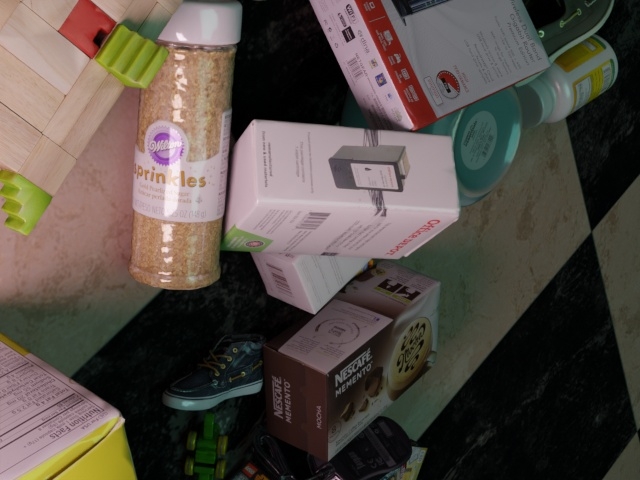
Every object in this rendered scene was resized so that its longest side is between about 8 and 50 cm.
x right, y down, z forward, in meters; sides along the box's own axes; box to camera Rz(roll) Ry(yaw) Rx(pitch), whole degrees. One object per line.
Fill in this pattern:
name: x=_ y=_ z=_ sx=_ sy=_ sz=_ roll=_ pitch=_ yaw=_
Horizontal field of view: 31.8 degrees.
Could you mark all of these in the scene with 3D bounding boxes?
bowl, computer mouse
bowl: x=0.194 y=-0.172 z=1.720 sx=0.311 sy=0.163 sz=0.311 roll=-21 pitch=119 yaw=-42
computer mouse: x=0.008 y=0.324 z=1.738 sx=0.262 sy=0.184 sz=0.060 roll=-24 pitch=154 yaw=-42

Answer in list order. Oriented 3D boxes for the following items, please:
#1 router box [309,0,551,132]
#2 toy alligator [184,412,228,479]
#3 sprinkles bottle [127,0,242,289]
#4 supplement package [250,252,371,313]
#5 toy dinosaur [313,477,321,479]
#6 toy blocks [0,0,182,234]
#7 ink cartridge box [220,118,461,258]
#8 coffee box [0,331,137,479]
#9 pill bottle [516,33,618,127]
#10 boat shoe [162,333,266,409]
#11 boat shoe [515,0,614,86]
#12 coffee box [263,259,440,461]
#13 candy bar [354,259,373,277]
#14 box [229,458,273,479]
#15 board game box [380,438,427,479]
router box: x=0.131 y=-0.334 z=1.530 sx=0.301 sy=0.082 sz=0.335 roll=-28 pitch=93 yaw=-37
toy alligator: x=-0.165 y=0.329 z=1.627 sx=0.051 sy=0.056 sz=0.190 roll=-74 pitch=170 yaw=-73
sprinkles bottle: x=-0.169 y=-0.122 z=1.384 sx=0.121 sy=0.121 sz=0.355 roll=-11 pitch=114 yaw=-44
supplement package: x=0.000 y=0.000 z=1.625 sx=0.179 sy=0.105 sz=0.105 roll=-43 pitch=131 yaw=-26
toy dinosaur: x=-0.012 y=0.472 z=1.800 sx=0.296 sy=0.127 sz=0.200 roll=-64 pitch=157 yaw=9
toy blocks: x=-0.318 y=-0.238 z=1.164 sx=0.261 sy=0.191 sz=0.381 roll=39 pitch=75 yaw=-35
ink cartridge box: x=0.016 y=-0.060 z=1.459 sx=0.273 sy=0.198 sz=0.115 roll=3 pitch=72 yaw=-20
coffee box: x=-0.396 y=0.331 z=1.164 sx=0.338 sy=0.334 sz=0.338 roll=-30 pitch=126 yaw=-36
pill bottle: x=0.410 y=-0.273 z=1.941 sx=0.208 sy=0.117 sz=0.117 roll=-33 pitch=127 yaw=-34
boat shoe: x=-0.148 y=0.180 z=1.577 sx=0.183 sy=0.065 sz=0.083 roll=-9 pitch=111 yaw=-52
boat shoe: x=0.389 y=-0.375 z=1.885 sx=0.305 sy=0.109 sz=0.091 roll=-42 pitch=137 yaw=-23
coffee box: x=0.052 y=0.175 z=1.706 sx=0.297 sy=0.119 sz=0.168 roll=-33 pitch=134 yaw=-43
candy bar: x=0.024 y=0.058 z=1.740 sx=0.161 sy=0.018 sz=0.040 roll=-26 pitch=124 yaw=-37
box: x=-0.088 y=0.406 z=1.676 sx=0.094 sy=0.137 sz=0.027 roll=-45 pitch=163 yaw=-26
board game box: x=0.085 y=0.459 z=1.949 sx=0.165 sy=0.042 sz=0.243 roll=18 pitch=92 yaw=-49
